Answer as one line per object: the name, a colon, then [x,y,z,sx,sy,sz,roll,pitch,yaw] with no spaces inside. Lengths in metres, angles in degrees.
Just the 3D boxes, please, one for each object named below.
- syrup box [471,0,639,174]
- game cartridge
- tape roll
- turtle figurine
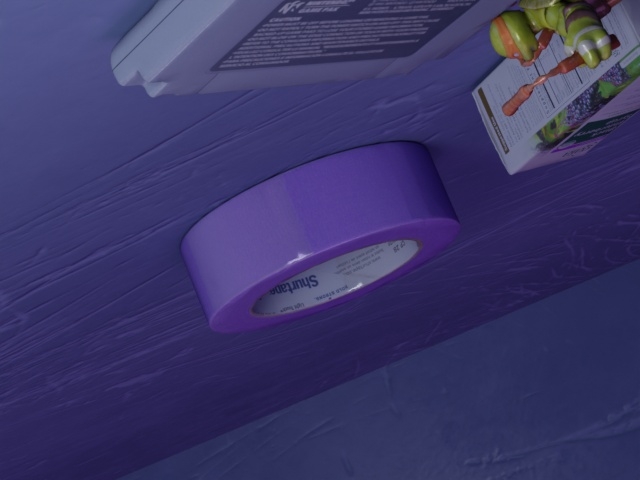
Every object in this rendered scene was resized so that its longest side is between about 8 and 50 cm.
syrup box: [0.240,-0.153,1.539,0.093,0.096,0.237,-15,164,-30]
game cartridge: [0.022,-0.173,1.211,0.297,0.062,0.198,-9,157,-43]
tape roll: [0.000,0.000,1.768,0.275,0.090,0.275,-21,167,-5]
turtle figurine: [0.209,-0.198,1.319,0.217,0.087,0.269,-31,-169,10]
